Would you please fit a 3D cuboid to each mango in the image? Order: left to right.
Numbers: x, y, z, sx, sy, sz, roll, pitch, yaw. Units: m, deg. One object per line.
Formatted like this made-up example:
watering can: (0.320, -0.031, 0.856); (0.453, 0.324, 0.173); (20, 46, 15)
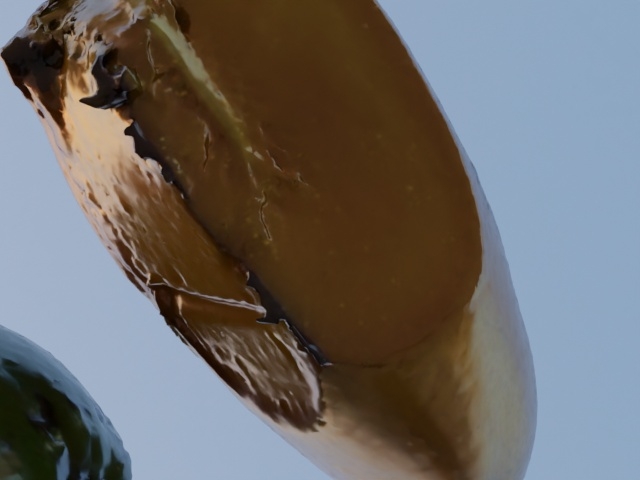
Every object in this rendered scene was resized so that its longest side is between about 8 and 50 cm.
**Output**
mango: (0.000, 0.000, 0.676); (0.126, 0.154, 0.252); (-38, -77, -13)

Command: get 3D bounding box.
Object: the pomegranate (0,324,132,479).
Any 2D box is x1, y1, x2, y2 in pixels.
pomegranate: (-0.193, 0.146, 0.674); (0.302, 0.236, 0.236); (-21, -86, 31)
